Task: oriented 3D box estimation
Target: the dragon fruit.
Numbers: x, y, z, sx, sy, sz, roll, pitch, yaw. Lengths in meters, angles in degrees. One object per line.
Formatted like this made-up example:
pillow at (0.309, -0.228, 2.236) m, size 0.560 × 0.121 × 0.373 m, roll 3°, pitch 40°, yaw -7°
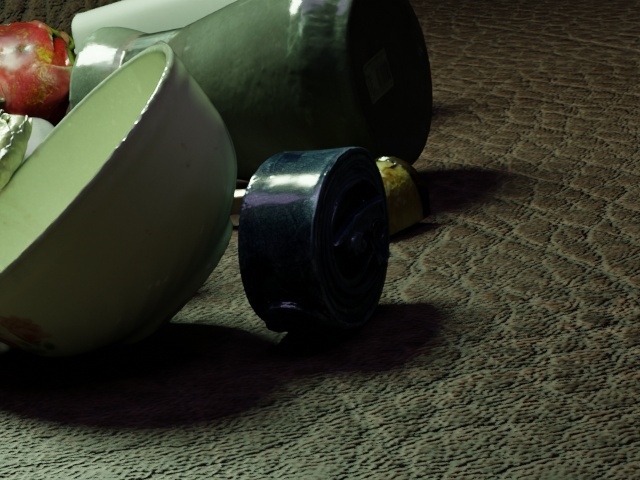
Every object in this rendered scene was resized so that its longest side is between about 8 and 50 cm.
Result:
dragon fruit at (-0.427, -0.213, 2.629) m, size 0.200 × 0.198 × 0.269 m, roll -32°, pitch 12°, yaw 3°

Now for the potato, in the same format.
potato at (0.041, -0.036, 1.826) m, size 0.096 × 0.066 × 0.103 m, roll -4°, pitch 15°, yaw 28°

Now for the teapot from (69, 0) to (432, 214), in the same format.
teapot at (-0.079, -0.140, 2.032) m, size 0.344 × 0.253 × 0.300 m, roll -8°, pitch 43°, yaw 28°

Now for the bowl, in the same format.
bowl at (-0.166, -0.011, 1.531) m, size 0.277 × 0.145 × 0.277 m, roll -41°, pitch 17°, yaw 16°

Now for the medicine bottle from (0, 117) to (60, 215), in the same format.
medicine bottle at (-0.274, -0.027, 1.721) m, size 0.273 × 0.165 × 0.165 m, roll -9°, pitch 13°, yaw -19°

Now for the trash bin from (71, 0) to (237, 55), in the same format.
trash bin at (-0.122, -0.261, 2.435) m, size 0.368 × 0.296 × 0.256 m, roll -5°, pitch 13°, yaw 34°

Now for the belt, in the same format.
belt at (0.000, 0.000, 1.514) m, size 0.082 × 0.141 × 0.190 m, roll -4°, pitch 14°, yaw 20°

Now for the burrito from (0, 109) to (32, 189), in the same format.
burrito at (-0.288, -0.042, 1.594) m, size 0.045 × 0.041 × 0.185 m, roll -3°, pitch 40°, yaw 30°
